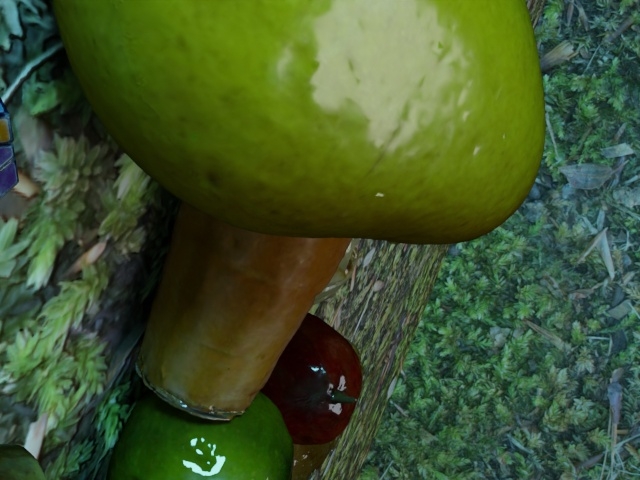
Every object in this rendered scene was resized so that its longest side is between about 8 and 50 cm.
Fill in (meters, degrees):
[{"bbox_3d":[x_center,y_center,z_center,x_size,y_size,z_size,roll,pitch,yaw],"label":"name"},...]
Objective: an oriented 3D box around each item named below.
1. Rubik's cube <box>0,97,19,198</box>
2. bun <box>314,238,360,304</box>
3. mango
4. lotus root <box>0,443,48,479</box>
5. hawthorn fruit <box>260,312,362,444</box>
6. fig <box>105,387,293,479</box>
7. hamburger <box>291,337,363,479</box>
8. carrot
[{"bbox_3d":[-0.215,-0.051,0.364,0.093,0.111,0.111,-150,-99,-81],"label":"Rubik's cube"},{"bbox_3d":[0.000,0.000,0.955,0.222,0.128,0.222,-51,152,-41],"label":"bun"},{"bbox_3d":[0.023,-0.129,0.524,0.445,0.221,0.301,33,82,-33],"label":"mango"},{"bbox_3d":[-0.277,0.266,0.510,0.119,0.138,0.234,5,112,-60],"label":"lotus root"},{"bbox_3d":[-0.024,0.194,0.945,0.190,0.251,0.189,-8,105,-32],"label":"hawthorn fruit"},{"bbox_3d":[-0.133,0.214,0.796,0.274,0.206,0.206,-97,-173,-46],"label":"fig"},{"bbox_3d":[-0.016,0.267,1.199,0.309,0.133,0.211,-21,132,-63],"label":"hamburger"},{"bbox_3d":[-0.073,0.035,0.722,0.196,0.196,0.254,-15,130,-67],"label":"carrot"}]
